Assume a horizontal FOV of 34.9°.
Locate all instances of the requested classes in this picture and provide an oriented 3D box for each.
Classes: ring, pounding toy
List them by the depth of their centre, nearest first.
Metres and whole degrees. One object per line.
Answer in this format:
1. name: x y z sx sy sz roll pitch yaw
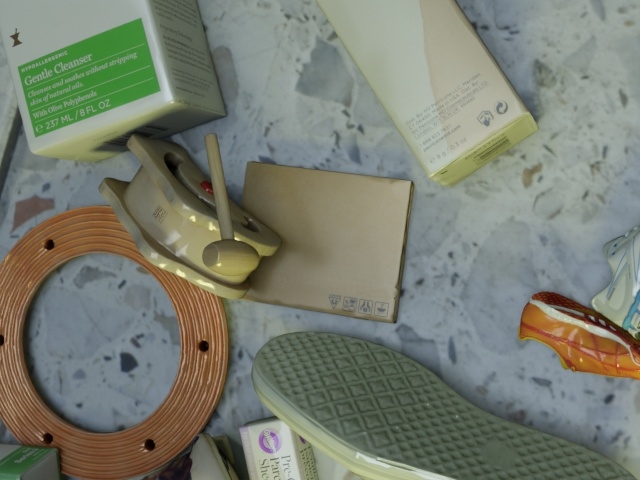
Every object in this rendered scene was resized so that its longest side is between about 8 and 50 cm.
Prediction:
1. pounding toy: -0.116 -0.042 1.130 0.155 0.154 0.269 -54 48 14
2. ring: -0.266 0.124 1.247 0.336 0.032 0.337 0 89 18

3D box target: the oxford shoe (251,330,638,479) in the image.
1. oxford shoe: 0.118 0.234 1.076 0.449 0.169 0.130 24 132 17

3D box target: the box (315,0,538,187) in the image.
1. box: 0.094 -0.220 1.085 0.121 0.148 0.311 -33 81 13

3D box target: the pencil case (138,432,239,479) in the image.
1. pencil case: -0.250 0.372 1.107 0.410 0.160 0.183 -31 40 -10

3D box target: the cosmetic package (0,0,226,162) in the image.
1. cosmetic package: -0.264 -0.295 1.189 0.197 0.155 0.366 -18 85 17

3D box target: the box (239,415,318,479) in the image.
1. box: -0.022 0.359 1.151 0.067 0.063 0.324 -13 85 15

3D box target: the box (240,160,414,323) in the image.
1. box: 0.000 0.000 1.172 0.201 0.021 0.164 8 91 17

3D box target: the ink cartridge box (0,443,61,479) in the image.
1. ink cartridge box: -0.426 0.332 1.243 0.212 0.093 0.154 0 103 16

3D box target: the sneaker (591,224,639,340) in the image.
1. sneaker: 0.338 0.002 1.049 0.083 0.071 0.191 27 88 39

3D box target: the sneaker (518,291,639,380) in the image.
1. sneaker: 0.293 0.115 1.070 0.175 0.064 0.067 27 116 21
